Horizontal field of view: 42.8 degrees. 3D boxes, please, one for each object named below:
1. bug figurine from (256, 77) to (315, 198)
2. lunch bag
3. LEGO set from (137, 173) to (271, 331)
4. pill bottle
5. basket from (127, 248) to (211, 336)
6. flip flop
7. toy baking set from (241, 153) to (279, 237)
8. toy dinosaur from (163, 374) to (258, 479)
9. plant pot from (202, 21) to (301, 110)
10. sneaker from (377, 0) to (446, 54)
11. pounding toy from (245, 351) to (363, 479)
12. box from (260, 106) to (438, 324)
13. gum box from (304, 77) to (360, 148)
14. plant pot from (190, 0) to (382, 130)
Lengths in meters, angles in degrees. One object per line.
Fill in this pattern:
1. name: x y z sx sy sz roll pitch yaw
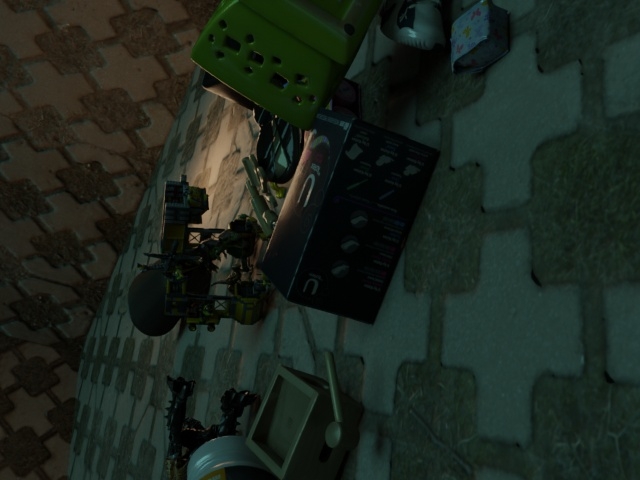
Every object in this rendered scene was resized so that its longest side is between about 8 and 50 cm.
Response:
1. bug figurine: -0.063 -0.233 1.689 0.216 0.072 0.279 -5 69 67
2. lunch bag: 0.207 -0.266 1.083 0.083 0.053 0.071 -29 49 47
3. LEGO set: -0.215 0.004 1.630 0.331 0.254 0.192 -91 11 -55
4. pill bottle: -0.121 0.426 1.189 0.162 0.162 0.278 -64 23 21
5. basket: -0.384 0.115 2.105 0.227 0.154 0.204 -39 36 48
6. flip flop: -0.070 -0.211 1.561 0.112 0.080 0.277 -50 33 26
7. toy baking set: -0.096 -0.048 1.529 0.197 0.030 0.256 120 125 -79
8. toy dinosaur: -0.210 0.370 1.462 0.322 0.164 0.218 179 104 -70
9. plant pot: -0.131 -0.415 1.876 0.167 0.187 0.188 -3 70 54
10. sneaker: 0.156 -0.385 1.241 0.235 0.094 0.153 -91 18 -61
11. pounding toy: 0.009 0.246 1.122 0.206 0.094 0.181 21 88 60
12. box: 0.034 -0.040 1.200 0.270 0.143 0.165 -70 21 7
13. gum box: 0.021 -0.193 1.465 0.107 0.062 0.188 -50 30 45
14. plant pot: -0.033 -0.344 1.241 0.227 0.228 0.207 -63 10 -29
